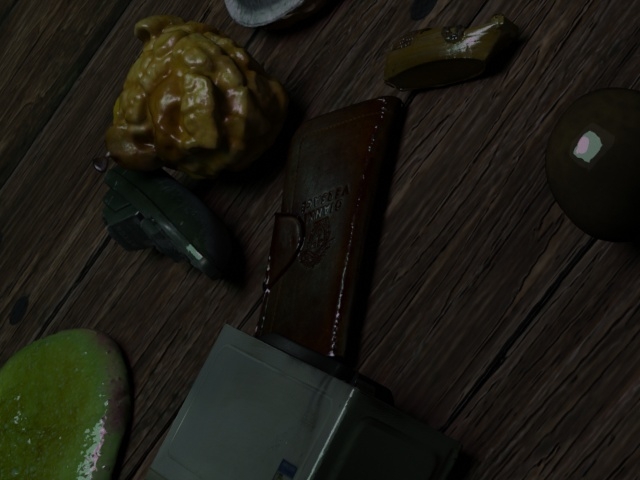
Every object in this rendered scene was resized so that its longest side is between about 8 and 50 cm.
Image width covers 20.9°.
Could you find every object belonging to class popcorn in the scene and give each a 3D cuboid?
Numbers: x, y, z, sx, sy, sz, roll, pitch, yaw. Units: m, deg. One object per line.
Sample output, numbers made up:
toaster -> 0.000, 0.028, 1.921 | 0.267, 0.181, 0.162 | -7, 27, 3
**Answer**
popcorn -> -0.118, -0.135, 1.674 | 0.194, 0.140, 0.163 | -14, 61, 48

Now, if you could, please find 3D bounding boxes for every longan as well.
longan -> 0.214, -0.049, 1.206 | 0.119, 0.106, 0.106 | 28, 89, 15

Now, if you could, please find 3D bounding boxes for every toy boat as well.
toy boat -> 0.107, -0.163, 1.471 | 0.149, 0.047, 0.049 | -9, 58, 52
toy boat -> -0.151, -0.012, 1.679 | 0.085, 0.078, 0.260 | -45, 31, -5

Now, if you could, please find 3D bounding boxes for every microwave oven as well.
microwave oven -> -0.012, 0.170, 1.309 | 0.205, 0.129, 0.163 | 23, 83, 57

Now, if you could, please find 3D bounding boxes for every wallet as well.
wallet -> 0.000, 0.000, 1.510 | 0.137, 0.031, 0.255 | -17, 53, 47

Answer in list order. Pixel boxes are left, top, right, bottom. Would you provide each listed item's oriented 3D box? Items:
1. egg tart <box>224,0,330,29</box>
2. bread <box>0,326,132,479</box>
egg tart -> -0.031, -0.319, 1.738 | 0.234, 0.094, 0.234 | -36, 39, 37
bread -> -0.293, 0.222, 1.732 | 0.301, 0.045, 0.301 | -33, 43, 37
